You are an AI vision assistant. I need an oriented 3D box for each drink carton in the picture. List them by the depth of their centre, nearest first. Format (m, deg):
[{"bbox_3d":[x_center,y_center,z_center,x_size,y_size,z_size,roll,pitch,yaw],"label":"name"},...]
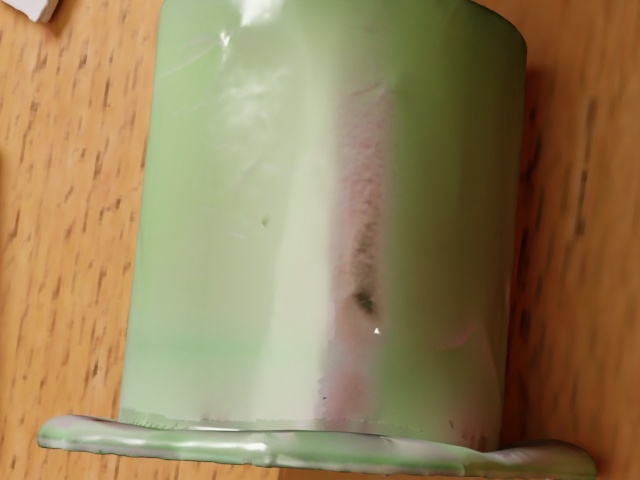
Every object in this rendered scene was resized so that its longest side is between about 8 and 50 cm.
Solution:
[{"bbox_3d":[0.000,0.000,0.465,0.146,0.144,0.142,1,83,33],"label":"drink carton"}]

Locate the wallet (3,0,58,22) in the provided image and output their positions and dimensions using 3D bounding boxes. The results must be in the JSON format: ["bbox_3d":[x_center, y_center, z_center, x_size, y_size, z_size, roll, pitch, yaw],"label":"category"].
[{"bbox_3d":[-0.109,-0.132,0.612,0.044,0.011,0.083,35,106,29],"label":"wallet"}]
